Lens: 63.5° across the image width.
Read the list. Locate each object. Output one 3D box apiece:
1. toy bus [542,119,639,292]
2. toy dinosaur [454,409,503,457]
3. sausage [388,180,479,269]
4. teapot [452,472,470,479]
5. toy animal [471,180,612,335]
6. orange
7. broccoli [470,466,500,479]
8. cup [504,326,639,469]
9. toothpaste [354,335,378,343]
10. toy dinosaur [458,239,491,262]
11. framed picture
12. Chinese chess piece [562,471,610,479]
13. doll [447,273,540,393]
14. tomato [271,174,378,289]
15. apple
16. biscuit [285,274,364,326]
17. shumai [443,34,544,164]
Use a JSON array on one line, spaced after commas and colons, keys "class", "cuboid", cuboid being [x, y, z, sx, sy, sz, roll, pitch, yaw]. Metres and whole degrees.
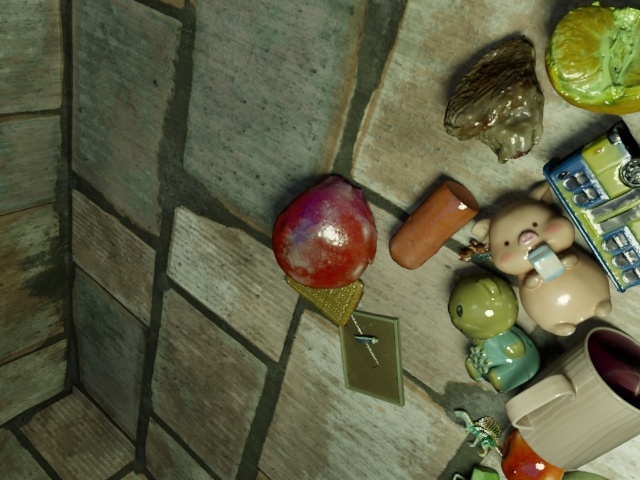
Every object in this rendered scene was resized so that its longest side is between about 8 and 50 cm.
[{"class": "toy bus", "cuboid": [0.578, -0.067, 0.990, 0.175, 0.138, 0.288, -34, 86, 40]}, {"class": "toy dinosaur", "cuboid": [0.451, 0.528, 1.399, 0.187, 0.044, 0.106, 14, 101, 35]}, {"class": "sausage", "cuboid": [0.265, -0.029, 1.271, 0.113, 0.113, 0.259, 49, 129, 11]}, {"class": "teapot", "cuboid": [0.406, 0.724, 1.503, 0.057, 0.066, 0.088, 8, 91, 15]}, {"class": "toy animal", "cuboid": [0.456, 0.042, 1.077, 0.195, 0.213, 0.256, -30, 94, 19]}, {"class": "orange", "cuboid": [0.522, -0.311, 0.910, 0.237, 0.158, 0.179, 14, 78, 32]}, {"class": "broccoli", "cuboid": [0.448, 0.757, 1.392, 0.254, 0.269, 0.269, -3, 106, 29]}, {"class": "cup", "cuboid": [0.552, 0.347, 1.087, 0.208, 0.288, 0.273, 49, 134, 22]}, {"class": "toothpaste", "cuboid": [0.137, 0.296, 1.538, 0.083, 0.019, 0.027, -7, 120, 44]}, {"class": "toy dinosaur", "cuboid": [0.394, 0.016, 1.225, 0.154, 0.049, 0.055, -23, 102, 34]}, {"class": "framed picture", "cuboid": [0.151, 0.351, 1.572, 0.211, 0.020, 0.290, 7, 112, 36]}, {"class": "Chinese chess piece", "cuboid": [0.658, 0.683, 1.263, 0.237, 0.092, 0.238, 16, 118, 34]}, {"class": "doll", "cuboid": [0.401, 0.202, 1.219, 0.261, 0.161, 0.177, 65, 170, -4]}, {"class": "tomato", "cuboid": [0.001, -0.002, 1.425, 0.290, 0.176, 0.335, 49, 120, 9]}, {"class": "apple", "cuboid": [0.519, 0.536, 1.268, 0.139, 0.163, 0.163, 17, 118, 24]}, {"class": "biscuit", "cuboid": [0.008, 0.133, 1.575, 0.254, 0.029, 0.172, 35, 119, 23]}, {"class": "shumai", "cuboid": [0.374, -0.271, 1.086, 0.184, 0.218, 0.185, -1, 146, 42]}]
